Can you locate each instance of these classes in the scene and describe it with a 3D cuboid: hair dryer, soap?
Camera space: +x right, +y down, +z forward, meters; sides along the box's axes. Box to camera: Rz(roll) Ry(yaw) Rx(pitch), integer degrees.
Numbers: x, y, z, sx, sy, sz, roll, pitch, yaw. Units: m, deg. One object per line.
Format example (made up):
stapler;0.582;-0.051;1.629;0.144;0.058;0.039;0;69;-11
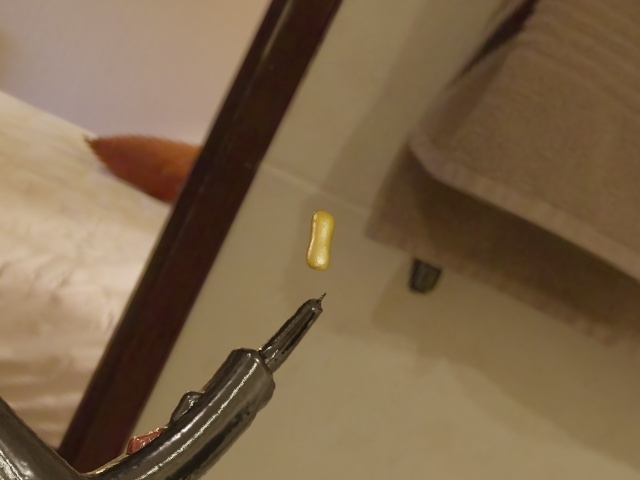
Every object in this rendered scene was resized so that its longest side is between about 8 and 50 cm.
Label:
hair dryer;-0.108;0.092;0.699;0.091;0.272;0.235;-10;-68;56
soap;0.000;0.000;1.559;0.034;0.089;0.012;21;-33;-18
